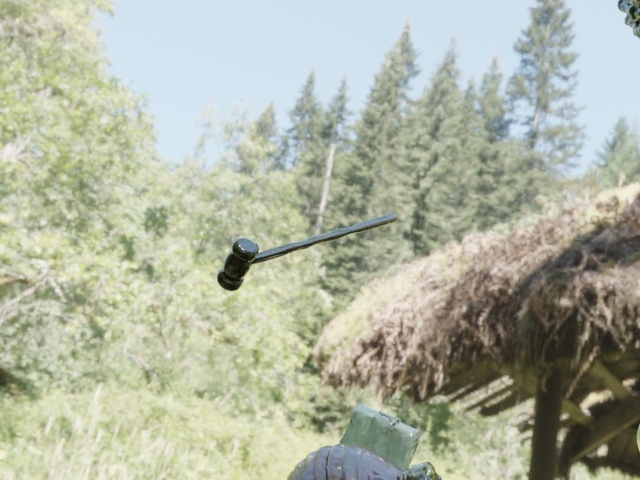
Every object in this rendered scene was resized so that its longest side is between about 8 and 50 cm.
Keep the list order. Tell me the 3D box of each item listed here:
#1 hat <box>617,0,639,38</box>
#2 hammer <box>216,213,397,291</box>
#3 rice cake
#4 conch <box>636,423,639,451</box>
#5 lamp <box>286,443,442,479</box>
[{"bbox_3d":[0.608,-0.413,1.205,0.274,0.242,0.332,26,21,-9],"label":"hat"},{"bbox_3d":[0.000,0.000,0.869,0.292,0.029,0.058,-16,-33,-47],"label":"hammer"},{"bbox_3d":[0.067,0.361,1.112,0.124,0.211,0.038,19,-14,30],"label":"rice cake"},{"bbox_3d":[0.573,0.338,1.094,0.143,0.137,0.250,1,28,-11],"label":"conch"},{"bbox_3d":[0.052,0.351,0.865,0.247,0.247,0.247,13,-17,4],"label":"lamp"}]
